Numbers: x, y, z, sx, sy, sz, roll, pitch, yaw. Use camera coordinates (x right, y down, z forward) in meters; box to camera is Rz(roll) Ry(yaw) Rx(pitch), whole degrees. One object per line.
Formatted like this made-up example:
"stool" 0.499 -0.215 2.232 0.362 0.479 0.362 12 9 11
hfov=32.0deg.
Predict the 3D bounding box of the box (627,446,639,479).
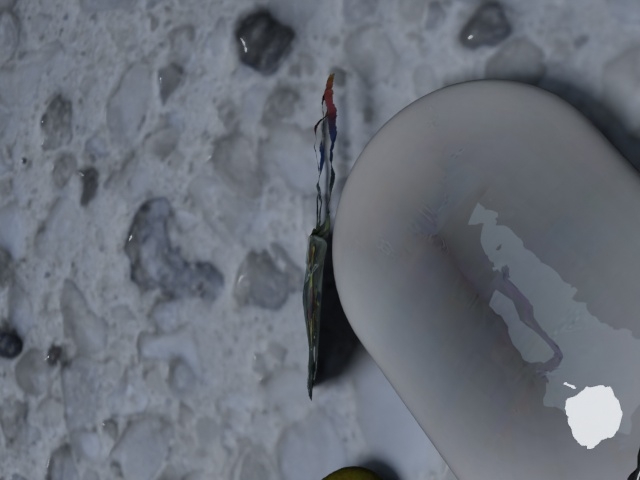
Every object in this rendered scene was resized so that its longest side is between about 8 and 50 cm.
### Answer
"box" 0.302 0.147 0.475 0.345 0.204 0.251 18 95 22

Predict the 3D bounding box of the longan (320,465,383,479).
"longan" 0.020 0.200 0.825 0.075 0.075 0.083 -58 14 17

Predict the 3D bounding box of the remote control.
"remote control" 0.133 0.040 0.729 0.221 0.103 0.332 -47 59 21

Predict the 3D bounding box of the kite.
"kite" -0.002 0.000 0.848 0.015 0.141 0.245 6 77 -6
